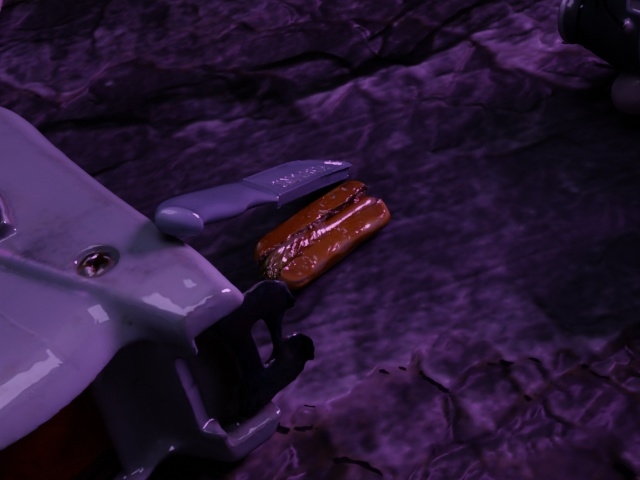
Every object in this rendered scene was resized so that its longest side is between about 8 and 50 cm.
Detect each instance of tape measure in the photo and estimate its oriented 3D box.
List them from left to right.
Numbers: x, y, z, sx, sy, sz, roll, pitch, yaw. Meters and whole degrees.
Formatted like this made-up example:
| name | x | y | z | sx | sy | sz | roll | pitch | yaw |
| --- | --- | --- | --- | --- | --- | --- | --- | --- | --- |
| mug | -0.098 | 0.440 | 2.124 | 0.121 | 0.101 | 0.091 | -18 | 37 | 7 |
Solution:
| name | x | y | z | sx | sy | sz | roll | pitch | yaw |
| --- | --- | --- | --- | --- | --- | --- | --- | --- | --- |
| tape measure | -0.172 | 0.045 | 0.763 | 0.246 | 0.125 | 0.243 | -33 | 43 | -23 |

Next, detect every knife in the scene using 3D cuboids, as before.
| name | x | y | z | sx | sy | sz | roll | pitch | yaw |
| --- | --- | --- | --- | --- | --- | --- | --- | --- | --- |
| knife | -0.031 | -0.023 | 0.803 | 0.028 | 0.015 | 0.210 | 5 | 11 | 19 |

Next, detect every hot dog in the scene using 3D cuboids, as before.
| name | x | y | z | sx | sy | sz | roll | pitch | yaw |
| --- | --- | --- | --- | --- | --- | --- | --- | --- | --- |
| hot dog | 0.000 | 0.000 | 0.847 | 0.083 | 0.021 | 0.037 | -32 | 64 | -25 |

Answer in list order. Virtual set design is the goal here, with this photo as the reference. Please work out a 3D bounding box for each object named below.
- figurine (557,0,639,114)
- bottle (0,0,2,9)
| name | x | y | z | sx | sy | sz | roll | pitch | yaw |
| --- | --- | --- | --- | --- | --- | --- | --- | --- | --- |
| figurine | 0.218 | -0.111 | 0.844 | 0.192 | 0.126 | 0.147 | 17 | 84 | 23 |
| bottle | -0.335 | -0.174 | 1.060 | 0.236 | 0.148 | 0.147 | 2 | 42 | 29 |
